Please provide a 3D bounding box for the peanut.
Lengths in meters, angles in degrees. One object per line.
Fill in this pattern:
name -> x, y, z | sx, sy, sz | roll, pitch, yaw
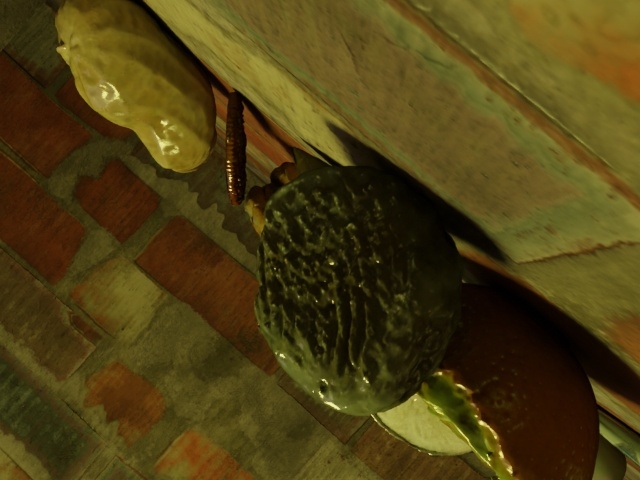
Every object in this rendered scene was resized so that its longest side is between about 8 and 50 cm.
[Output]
peanut -> -0.274, -0.254, 1.035 | 0.340, 0.158, 0.174 | 38, -141, -46

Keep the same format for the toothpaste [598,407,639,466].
toothpaste -> 0.460, 0.300, 0.980 | 0.062, 0.039, 0.239 | 34, -176, -32

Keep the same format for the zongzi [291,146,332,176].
zongzi -> 0.038, -0.046, 0.933 | 0.160, 0.078, 0.176 | 42, -172, -45

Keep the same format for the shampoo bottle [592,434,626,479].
shampoo bottle -> 0.417, 0.348, 1.196 | 0.349, 0.151, 0.222 | 41, 173, -35

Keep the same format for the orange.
orange -> 0.204, 0.173, 0.790 | 0.262, 0.196, 0.334 | 55, 170, -15

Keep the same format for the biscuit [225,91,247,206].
biscuit -> -0.136, -0.130, 1.062 | 0.206, 0.025, 0.126 | 94, 177, -51

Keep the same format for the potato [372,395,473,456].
potato -> 0.179, 0.184, 1.087 | 0.300, 0.246, 0.196 | 66, -159, -5

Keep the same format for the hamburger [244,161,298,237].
hamburger -> 0.000, 0.000, 1.144 | 0.318, 0.158, 0.318 | 50, 176, 4

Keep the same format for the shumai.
shumai -> 0.060, 0.057, 0.718 | 0.222, 0.225, 0.261 | 28, -147, -56
